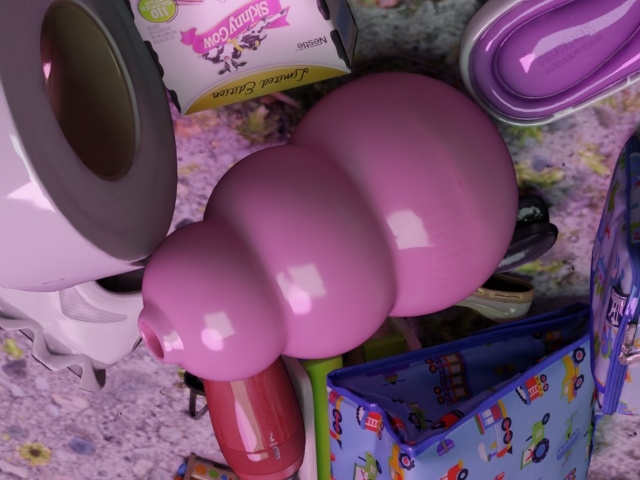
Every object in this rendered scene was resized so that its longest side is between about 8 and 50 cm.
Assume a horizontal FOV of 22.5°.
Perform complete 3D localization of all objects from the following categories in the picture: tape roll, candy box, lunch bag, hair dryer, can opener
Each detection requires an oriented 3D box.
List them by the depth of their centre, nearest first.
[{"bbox_3d":[-0.221,-0.105,1.273,0.100,0.286,0.286,-15,125,19],"label":"tape roll"},{"bbox_3d":[-0.082,-0.226,1.292,0.159,0.071,0.233,-13,126,18],"label":"candy box"},{"bbox_3d":[0.278,0.034,1.352,0.090,0.219,0.176,7,130,4],"label":"lunch bag"},{"bbox_3d":[0.120,0.010,1.437,0.186,0.073,0.059,-20,94,11],"label":"can opener"},{"bbox_3d":[-0.091,0.137,1.466,0.080,0.224,0.294,-26,151,-24],"label":"hair dryer"},{"bbox_3d":[0.163,0.193,1.491,0.293,0.138,0.221,-20,126,-27],"label":"lunch bag"}]

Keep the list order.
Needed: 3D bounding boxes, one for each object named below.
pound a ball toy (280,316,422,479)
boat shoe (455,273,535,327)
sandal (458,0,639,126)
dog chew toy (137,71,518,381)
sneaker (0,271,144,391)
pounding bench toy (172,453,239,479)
[{"bbox_3d":[0.055,0.195,1.595,0.208,0.136,0.319,-16,128,-18],"label":"pound a ball toy"},{"bbox_3d":[0.134,0.035,1.489,0.135,0.050,0.045,19,119,-12],"label":"boat shoe"},{"bbox_3d":[0.286,-0.201,1.237,0.169,0.102,0.416,39,124,-21],"label":"sandal"},{"bbox_3d":[0.000,0.000,1.303,0.206,0.331,0.207,43,150,32],"label":"dog chew toy"},{"bbox_3d":[-0.289,-0.012,1.482,0.330,0.122,0.146,37,107,-19],"label":"sneaker"},{"bbox_3d":[-0.131,0.279,1.717,0.065,0.052,0.083,20,129,-7],"label":"pounding bench toy"}]
